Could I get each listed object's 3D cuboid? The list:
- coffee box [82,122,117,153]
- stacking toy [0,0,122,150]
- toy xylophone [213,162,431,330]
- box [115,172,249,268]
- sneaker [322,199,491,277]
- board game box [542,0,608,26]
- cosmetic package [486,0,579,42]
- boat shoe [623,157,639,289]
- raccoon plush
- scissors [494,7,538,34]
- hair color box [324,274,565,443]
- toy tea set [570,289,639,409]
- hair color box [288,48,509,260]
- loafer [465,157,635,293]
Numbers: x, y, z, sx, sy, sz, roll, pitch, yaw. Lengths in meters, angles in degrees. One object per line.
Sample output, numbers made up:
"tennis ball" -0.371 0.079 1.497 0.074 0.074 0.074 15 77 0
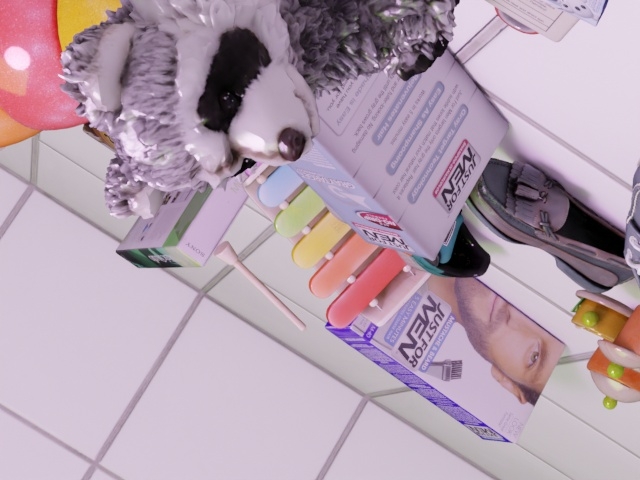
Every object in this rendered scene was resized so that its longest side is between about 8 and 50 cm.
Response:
"coffee box" -0.243 -0.195 1.943 0.168 0.119 0.297 34 166 -6
"stacking toy" -0.259 -0.254 1.564 0.480 0.351 0.350 6 156 23
"toy xylophone" 0.000 0.000 1.899 0.322 0.236 0.081 39 174 -22
"box" -0.191 -0.065 2.042 0.058 0.232 0.322 36 165 -18
"sneaker" 0.122 -0.037 1.782 0.121 0.108 0.302 15 166 46
"board game box" 0.158 -0.191 0.906 0.090 0.020 0.090 27 166 9
"cosmetic package" 0.167 -0.267 0.900 0.160 0.113 0.309 32 165 -2
"boat shoe" 0.371 0.006 1.380 0.116 0.099 0.319 27 171 25
"raccoon plush" -0.099 -0.188 1.040 0.446 0.299 0.216 40 158 56
"scissors" 0.208 -0.228 1.123 0.109 0.021 0.297 38 166 -18
"hair color box" 0.197 0.150 2.070 0.339 0.185 0.110 36 163 -19
"toy tea set" 0.400 0.160 1.677 0.200 0.124 0.336 24 177 36
"hair color box" 0.029 -0.160 1.382 0.113 0.185 0.374 14 158 47
"loafer" 0.279 -0.028 1.550 0.267 0.096 0.084 31 148 -29
